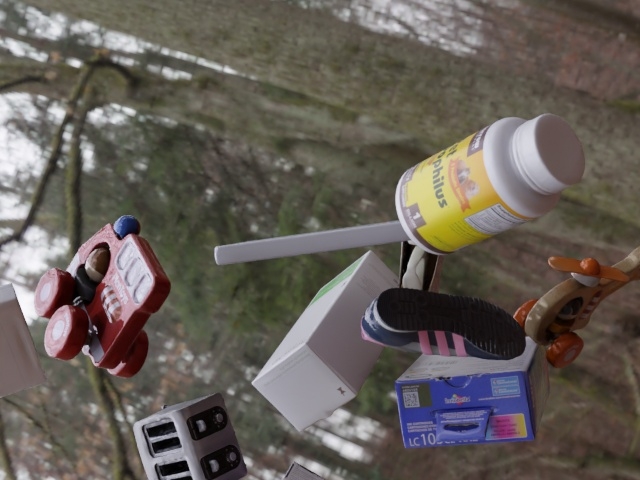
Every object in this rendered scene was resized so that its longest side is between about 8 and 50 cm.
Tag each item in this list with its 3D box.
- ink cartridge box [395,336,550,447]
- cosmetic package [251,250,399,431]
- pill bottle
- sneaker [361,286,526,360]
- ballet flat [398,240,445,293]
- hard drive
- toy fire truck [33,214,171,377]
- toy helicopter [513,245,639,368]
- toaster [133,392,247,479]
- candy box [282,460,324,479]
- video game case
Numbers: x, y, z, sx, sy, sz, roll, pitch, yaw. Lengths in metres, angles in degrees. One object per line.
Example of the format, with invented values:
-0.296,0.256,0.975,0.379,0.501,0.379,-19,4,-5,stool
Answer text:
0.318,0.316,2.021,0.395,0.269,0.151,-14,-84,-71,ink cartridge box
0.036,0.205,2.045,0.197,0.155,0.365,-40,6,37,cosmetic package
0.194,-0.066,1.123,0.117,0.215,0.117,16,-117,-33,pill bottle
0.226,0.168,1.833,0.131,0.318,0.112,130,151,-55,sneaker
0.209,0.012,1.983,0.106,0.107,0.316,-39,-44,-53,ballet flat
-0.610,0.197,1.462,0.352,0.047,0.233,-18,-37,-16,hard drive
-0.392,0.092,1.825,0.169,0.302,0.254,25,-72,-38,toy fire truck
0.573,0.093,2.046,0.355,0.140,0.235,-27,-40,-20,toy helicopter
-0.250,0.388,1.831,0.110,0.185,0.168,-14,-95,-51,toaster
-0.085,0.536,1.758,0.233,0.071,0.159,-56,-9,-34,candy box
0.000,0.000,1.717,0.300,0.328,0.036,-20,-77,-86,video game case
